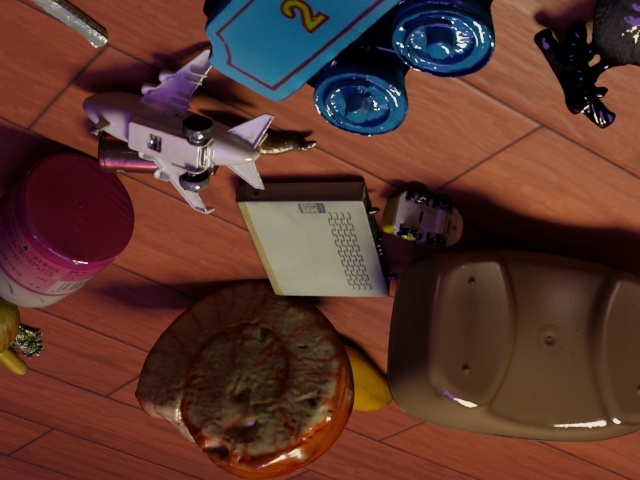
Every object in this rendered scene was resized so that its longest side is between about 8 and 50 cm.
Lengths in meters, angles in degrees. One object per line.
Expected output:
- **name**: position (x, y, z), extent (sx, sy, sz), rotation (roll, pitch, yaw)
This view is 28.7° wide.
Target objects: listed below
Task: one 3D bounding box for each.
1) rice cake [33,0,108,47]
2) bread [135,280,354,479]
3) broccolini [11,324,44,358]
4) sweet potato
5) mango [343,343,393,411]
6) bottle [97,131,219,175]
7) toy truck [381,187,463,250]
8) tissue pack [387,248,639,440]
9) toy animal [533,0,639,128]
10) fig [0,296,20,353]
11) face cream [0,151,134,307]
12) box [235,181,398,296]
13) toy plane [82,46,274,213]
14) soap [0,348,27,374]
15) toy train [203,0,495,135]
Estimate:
- **rice cake**: position (-0.304, -0.271, 1.495), extent (0.022, 0.021, 0.121), rotation (-29, 134, 31)
- **bread**: position (-0.104, 0.217, 1.986), extent (0.328, 0.295, 0.114), rotation (29, 160, 28)
- **broccolini**: position (-0.592, 0.136, 2.217), extent (0.239, 0.051, 0.054), rotation (36, 115, -29)
- **sweet potato**: position (-0.083, -0.133, 1.661), extent (0.153, 0.038, 0.041), rotation (10, 163, -9)
- **mango**: position (0.009, 0.240, 2.191), extent (0.177, 0.119, 0.317), rotation (-24, 146, 37)
- **bottle**: position (-0.216, -0.119, 1.697), extent (0.164, 0.060, 0.060), rotation (4, 149, 6)
- **toy truck**: position (0.143, -0.025, 1.765), extent (0.111, 0.076, 0.077), rotation (19, 164, -24)
- **tissue pack**: position (0.289, 0.154, 1.818), extent (0.387, 0.267, 0.277), rotation (7, 171, -14)
- **toy animal**: position (0.345, -0.229, 1.364), extent (0.117, 0.121, 0.210), rotation (3, 148, -31)
- **fig**: position (-0.589, 0.181, 2.151), extent (0.151, 0.151, 0.259), rotation (9, 138, -2)
- **face cream**: position (-0.385, -0.010, 1.793), extent (0.175, 0.175, 0.195), rotation (25, 143, -27)
- **box**: position (0.000, 0.000, 1.855), extent (0.211, 0.045, 0.270), rotation (-1, 148, 14)
- **toy plane**: position (-0.189, -0.139, 1.595), extent (0.255, 0.101, 0.251), rotation (14, 128, 6)
- **soap**: position (-0.583, 0.207, 2.288), extent (0.089, 0.033, 0.168), rotation (42, 169, 29)
- **toy train**: position (0.037, -0.265, 1.285), extent (0.265, 0.188, 0.300), rotation (28, 145, -22)
